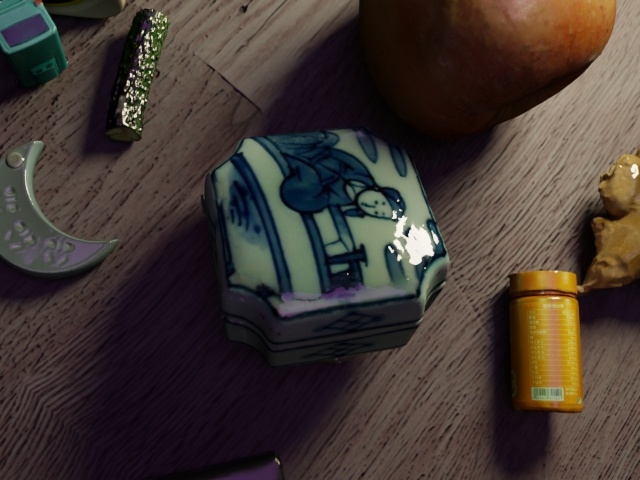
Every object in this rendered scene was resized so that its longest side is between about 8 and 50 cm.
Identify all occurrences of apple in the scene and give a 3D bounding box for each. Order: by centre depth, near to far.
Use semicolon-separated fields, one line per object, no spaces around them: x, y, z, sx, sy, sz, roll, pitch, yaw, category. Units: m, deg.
0.214;-0.318;0.937;0.338;0.338;0.305;-25;86;-14;apple

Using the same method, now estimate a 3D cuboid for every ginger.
0.481;-0.018;1.030;0.270;0.123;0.219;-35;89;-15;ginger

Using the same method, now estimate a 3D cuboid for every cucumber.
-0.258;-0.229;0.977;0.058;0.058;0.187;13;78;-7;cucumber

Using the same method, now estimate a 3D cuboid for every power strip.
-0.381;-0.037;0.920;0.137;0.044;0.216;-40;88;-14;power strip

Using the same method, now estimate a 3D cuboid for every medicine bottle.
0.316;0.143;0.982;0.096;0.096;0.192;3;78;-10;medicine bottle

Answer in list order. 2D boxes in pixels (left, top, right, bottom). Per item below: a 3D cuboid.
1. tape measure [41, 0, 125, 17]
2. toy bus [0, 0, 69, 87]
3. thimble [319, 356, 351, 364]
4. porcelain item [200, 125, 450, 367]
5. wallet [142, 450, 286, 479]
-0.365;-0.409;0.880;0.231;0.271;0.133;5;78;-11;tape measure
-0.384;-0.262;0.909;0.079;0.160;0.092;-31;94;-15;toy bus
0.001;0.119;0.947;0.110;0.062;0.084;35;76;-1;thimble
0.000;0.000;0.882;0.285;0.157;0.282;-6;59;-10;porcelain item
-0.175;0.368;0.883;0.285;0.030;0.146;-9;77;-11;wallet
